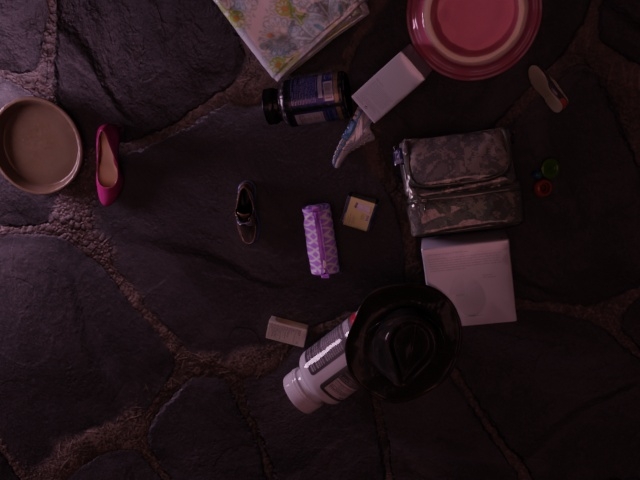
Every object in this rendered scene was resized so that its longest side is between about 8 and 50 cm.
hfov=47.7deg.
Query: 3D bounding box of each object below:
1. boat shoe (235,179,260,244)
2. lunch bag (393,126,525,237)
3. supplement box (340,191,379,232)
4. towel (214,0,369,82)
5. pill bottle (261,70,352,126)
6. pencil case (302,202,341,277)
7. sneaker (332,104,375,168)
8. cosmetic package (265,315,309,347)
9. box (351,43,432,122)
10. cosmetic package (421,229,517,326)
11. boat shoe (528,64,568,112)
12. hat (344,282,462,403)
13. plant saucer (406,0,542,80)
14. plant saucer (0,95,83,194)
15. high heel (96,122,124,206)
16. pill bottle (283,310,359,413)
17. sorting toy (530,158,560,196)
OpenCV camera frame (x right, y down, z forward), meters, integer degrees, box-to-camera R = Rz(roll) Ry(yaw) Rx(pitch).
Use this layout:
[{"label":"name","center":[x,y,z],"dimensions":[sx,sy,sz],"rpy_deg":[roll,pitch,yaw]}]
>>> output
[{"label":"boat shoe","center":[-0.209,-0.071,2.001],"dimensions":[0.066,0.066,0.183],"rpy_deg":[-2,105,9]},{"label":"lunch bag","center":[0.349,-0.146,1.834],"dimensions":[0.304,0.212,0.256],"rpy_deg":[-7,88,10]},{"label":"supplement box","center":[0.105,-0.078,1.958],"dimensions":[0.083,0.056,0.083],"rpy_deg":[18,107,3]},{"label":"towel","center":[-0.098,-0.634,1.809],"dimensions":[0.320,0.090,0.375],"rpy_deg":[-35,98,18]},{"label":"pill bottle","center":[-0.034,-0.360,1.864],"dimensions":[0.219,0.123,0.123],"rpy_deg":[-6,105,11]},{"label":"pencil case","center":[0.000,0.000,1.980],"dimensions":[0.086,0.088,0.206],"rpy_deg":[-7,103,11]},{"label":"sneaker","center":[0.096,-0.267,1.903],"dimensions":[0.082,0.071,0.191],"rpy_deg":[27,108,-6]},{"label":"cosmetic package","center":[-0.095,0.263,2.091],"dimensions":[0.115,0.041,0.060],"rpy_deg":[15,107,4]},{"label":"box","center":[0.180,-0.392,1.807],"dimensions":[0.170,0.130,0.091],"rpy_deg":[-38,97,28]},{"label":"cosmetic package","center":[0.392,0.097,1.923],"dimensions":[0.223,0.138,0.225],"rpy_deg":[-6,106,10]},{"label":"boat shoe","center":[0.571,-0.386,1.812],"dimensions":[0.043,0.049,0.137],"rpy_deg":[-40,96,-26]},{"label":"hat","center":[0.222,0.279,1.835],"dimensions":[0.331,0.134,0.332],"rpy_deg":[-1,102,-4]},{"label":"plant saucer","center":[0.375,-0.558,1.771],"dimensions":[0.331,0.084,0.332],"rpy_deg":[2,107,8]},{"label":"plant saucer","center":[-0.796,-0.268,2.047],"dimensions":[0.277,0.041,0.278],"rpy_deg":[2,107,8]},{"label":"high heel","center":[-0.591,-0.203,1.994],"dimensions":[0.082,0.117,0.244],"rpy_deg":[19,107,3]},{"label":"pill bottle","center":[0.054,0.345,2.022],"dimensions":[0.318,0.176,0.176],"rpy_deg":[-39,97,16]},{"label":"sorting toy","center":[0.577,-0.165,1.878],"dimensions":[0.061,0.042,0.102],"rpy_deg":[16,96,-12]}]
